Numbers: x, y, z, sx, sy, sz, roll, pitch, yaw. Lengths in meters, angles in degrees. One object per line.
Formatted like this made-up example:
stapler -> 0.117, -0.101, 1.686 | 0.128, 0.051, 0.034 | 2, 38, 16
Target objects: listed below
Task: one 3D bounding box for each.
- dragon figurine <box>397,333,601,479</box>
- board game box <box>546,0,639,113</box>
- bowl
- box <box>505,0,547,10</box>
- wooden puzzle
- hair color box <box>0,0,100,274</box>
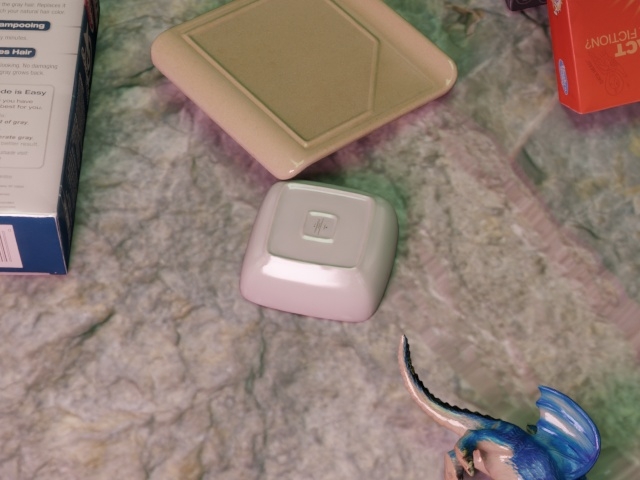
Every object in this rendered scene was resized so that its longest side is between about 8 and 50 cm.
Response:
dragon figurine -> 0.189, 0.187, 1.707 | 0.144, 0.085, 0.289 | -28, 64, -20
board game box -> 0.337, -0.305, 1.932 | 0.242, 0.316, 0.064 | -14, 19, -9
bowl -> 0.000, 0.000, 1.863 | 0.142, 0.053, 0.142 | 11, 54, 7
box -> 0.306, -0.367, 2.050 | 0.270, 0.165, 0.143 | -13, 55, -9
wooden puzzle -> -0.016, -0.173, 1.977 | 0.239, 0.044, 0.221 | -32, 60, -29
hair color box -> -0.319, -0.135, 1.926 | 0.174, 0.105, 0.347 | 2, 55, 1
